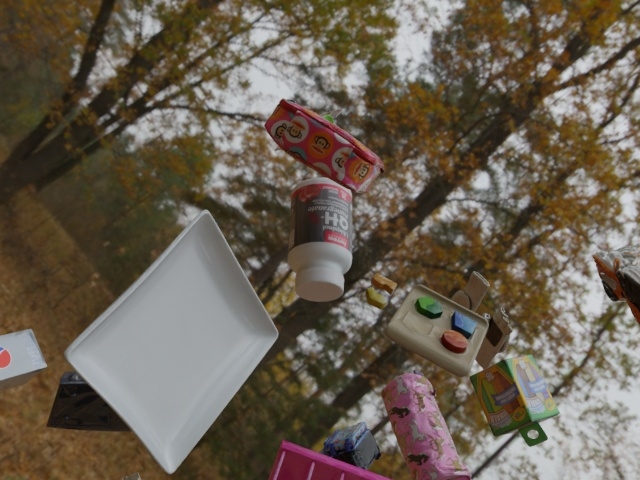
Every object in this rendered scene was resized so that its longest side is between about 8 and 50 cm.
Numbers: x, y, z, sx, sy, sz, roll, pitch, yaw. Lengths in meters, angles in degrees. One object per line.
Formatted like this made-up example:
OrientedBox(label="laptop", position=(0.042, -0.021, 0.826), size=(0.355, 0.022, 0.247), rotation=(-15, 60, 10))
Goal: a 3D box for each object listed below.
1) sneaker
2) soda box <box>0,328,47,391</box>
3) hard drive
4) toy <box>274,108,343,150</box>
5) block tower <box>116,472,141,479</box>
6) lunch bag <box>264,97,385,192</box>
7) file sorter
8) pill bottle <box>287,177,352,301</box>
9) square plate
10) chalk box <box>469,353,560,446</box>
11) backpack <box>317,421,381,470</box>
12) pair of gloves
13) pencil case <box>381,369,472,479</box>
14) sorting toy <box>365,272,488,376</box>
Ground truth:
OrientedBox(label="sneaker", position=(0.482, 0.052, 0.996), size=(0.262, 0.121, 0.099), rotation=(-86, 151, -73))
OrientedBox(label="soda box", position=(-0.675, 0.252, 1.337), size=(0.286, 0.098, 0.091), rotation=(-10, 69, -60))
OrientedBox(label="hard drive", position=(-0.462, 0.358, 1.573), size=(0.172, 0.255, 0.054), rotation=(-62, -149, 34))
OrientedBox(label="toy", position=(-0.050, -0.344, 2.114), size=(0.237, 0.136, 0.056), rotation=(1, -41, 52))
OrientedBox(label="block tower", position=(-0.440, 0.558, 1.388), size=(0.335, 0.091, 0.097), rotation=(-46, -115, 41))
OrientedBox(label="lunch bag", position=(0.016, -0.230, 1.776), size=(0.293, 0.120, 0.258), rotation=(35, 8, 10))
OrientedBox(label="file sorter", position=(0.011, 0.601, 1.511), size=(0.291, 0.182, 0.202), rotation=(19, -50, 2))
OrientedBox(label="pill bottle", position=(0.000, 0.000, 1.955), size=(0.176, 0.177, 0.318), rotation=(79, 11, -60))
OrientedBox(label="square plate", position=(-0.245, 0.178, 1.249), size=(0.049, 0.344, 0.347), rotation=(11, -40, 38))
OrientedBox(label="chalk box", position=(0.502, 0.417, 1.803), size=(0.132, 0.132, 0.212), rotation=(-42, -121, 41))
OrientedBox(label="backpack", position=(0.055, 0.581, 1.909), size=(0.116, 0.173, 0.158), rotation=(66, 27, 1))
OrientedBox(label="pair of gloves", position=(0.465, 0.236, 2.090), size=(0.240, 0.042, 0.204), rotation=(62, -39, 36))
OrientedBox(label="pencil case", position=(0.315, 0.586, 2.128), size=(0.160, 0.167, 0.386), rotation=(46, 17, -42))
OrientedBox(label="sorting toy", position=(0.244, 0.182, 1.701), size=(0.307, 0.229, 0.041), rotation=(28, -55, 12))
